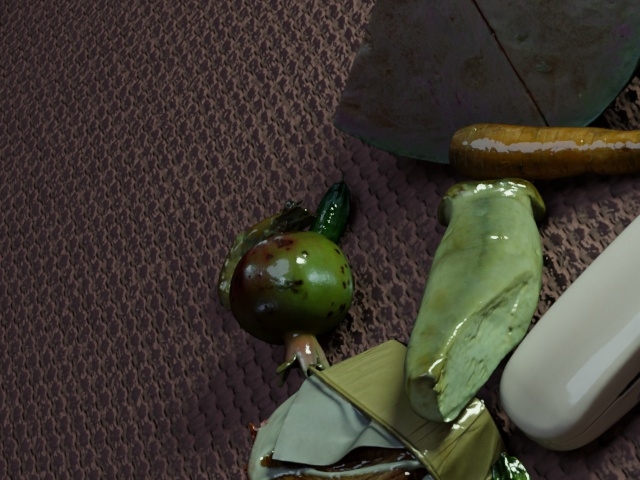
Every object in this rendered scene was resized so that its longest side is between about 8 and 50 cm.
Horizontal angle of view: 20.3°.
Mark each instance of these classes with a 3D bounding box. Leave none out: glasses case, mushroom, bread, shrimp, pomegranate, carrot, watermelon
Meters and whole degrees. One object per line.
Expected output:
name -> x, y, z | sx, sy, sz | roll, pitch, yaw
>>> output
glasses case -> 0.273, 0.055, 1.522 | 0.297, 0.075, 0.113 | -47, 36, 2
mushroom -> 0.143, 0.047, 1.602 | 0.107, 0.087, 0.333 | -6, 29, 15
bread -> 0.044, 0.201, 1.582 | 0.212, 0.142, 0.224 | -38, 33, -12
shrimp -> -0.062, 0.013, 1.915 | 0.180, 0.041, 0.099 | -40, 26, 42
pomegranate -> -0.030, 0.068, 1.802 | 0.129, 0.129, 0.159 | 4, 86, 48
carrot -> 0.235, -0.084, 1.697 | 0.247, 0.059, 0.059 | 1, 56, 28
watermelon -> 0.196, -0.235, 1.789 | 0.292, 0.319, 0.222 | 19, 40, 11

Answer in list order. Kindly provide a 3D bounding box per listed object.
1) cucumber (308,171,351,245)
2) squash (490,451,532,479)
cucumber -> 0.000, 0.000, 1.897 | 0.039, 0.039, 0.168 | 6, 64, 49
squash -> 0.163, 0.287, 1.423 | 0.066, 0.066, 0.252 | -22, 43, 32
